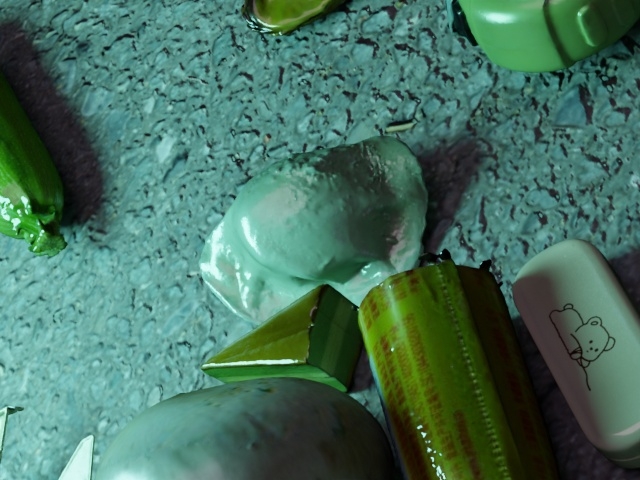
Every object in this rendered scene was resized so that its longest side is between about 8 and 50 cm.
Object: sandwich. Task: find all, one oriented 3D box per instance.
[{"bbox_3d":[-0.031,0.086,1.539,0.116,0.074,0.074,-5,61,33],"label":"sandwich"}]

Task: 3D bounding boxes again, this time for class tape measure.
[{"bbox_3d":[0.201,-0.219,1.560,0.200,0.106,0.175,9,53,36],"label":"tape measure"}]

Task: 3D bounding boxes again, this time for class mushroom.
[{"bbox_3d":[-0.055,0.221,1.399,0.243,0.243,0.243,-18,53,25],"label":"mushroom"}]

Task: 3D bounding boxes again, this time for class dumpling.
[{"bbox_3d":[-0.009,-0.010,1.564,0.219,0.108,0.152,-35,47,14],"label":"dumpling"}]

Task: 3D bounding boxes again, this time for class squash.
[{"bbox_3d":[-0.340,-0.102,1.862,0.101,0.101,0.378,-42,48,5],"label":"squash"}]

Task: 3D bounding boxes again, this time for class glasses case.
[{"bbox_3d":[0.214,0.084,1.386,0.083,0.050,0.196,-37,47,12],"label":"glasses case"}]

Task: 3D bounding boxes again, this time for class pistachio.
[{"bbox_3d":[-0.002,-0.261,1.764,0.173,0.049,0.089,-33,72,10],"label":"pistachio"}]

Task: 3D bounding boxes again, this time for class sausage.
[{"bbox_3d":[0.121,0.159,1.356,0.125,0.117,0.317,-56,38,38],"label":"sausage"}]

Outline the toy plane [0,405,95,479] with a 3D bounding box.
[{"bbox_3d":[-0.287,0.273,1.583,0.256,0.104,0.242,-25,65,11],"label":"toy plane"}]
